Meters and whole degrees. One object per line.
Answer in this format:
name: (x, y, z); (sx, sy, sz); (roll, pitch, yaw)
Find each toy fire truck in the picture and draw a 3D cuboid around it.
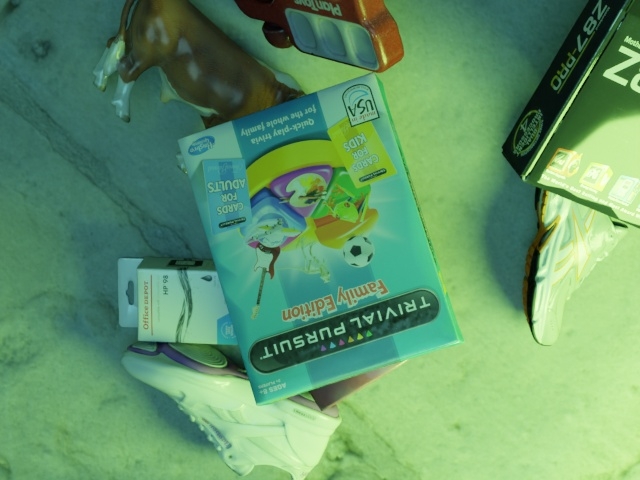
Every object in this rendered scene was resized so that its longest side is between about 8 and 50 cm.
toy fire truck: (-0.043, -0.330, 1.706); (0.169, 0.302, 0.254); (-38, 127, -28)

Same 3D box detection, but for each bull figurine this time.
bull figurine: (-0.140, -0.186, 1.816); (0.310, 0.101, 0.188); (42, 99, -7)

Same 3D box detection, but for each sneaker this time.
sneaker: (-0.133, 0.233, 1.915); (0.305, 0.114, 0.152); (23, 103, -1)
sneaker: (0.331, 0.014, 1.838); (0.121, 0.099, 0.263); (6, 106, -2)

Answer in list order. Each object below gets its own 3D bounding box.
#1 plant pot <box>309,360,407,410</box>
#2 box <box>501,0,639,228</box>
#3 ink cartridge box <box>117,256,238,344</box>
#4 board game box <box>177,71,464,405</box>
plant pot: (0.042, 0.092, 1.838); (0.201, 0.201, 0.180); (-32, 85, 11)
box: (0.462, -0.154, 1.708); (0.394, 0.097, 0.318); (22, 110, -21)
ink cartridge box: (-0.187, 0.080, 1.910); (0.180, 0.060, 0.104); (2, 105, 4)
board game box: (0.000, 0.000, 1.715); (0.253, 0.079, 0.336); (-19, 82, 8)
